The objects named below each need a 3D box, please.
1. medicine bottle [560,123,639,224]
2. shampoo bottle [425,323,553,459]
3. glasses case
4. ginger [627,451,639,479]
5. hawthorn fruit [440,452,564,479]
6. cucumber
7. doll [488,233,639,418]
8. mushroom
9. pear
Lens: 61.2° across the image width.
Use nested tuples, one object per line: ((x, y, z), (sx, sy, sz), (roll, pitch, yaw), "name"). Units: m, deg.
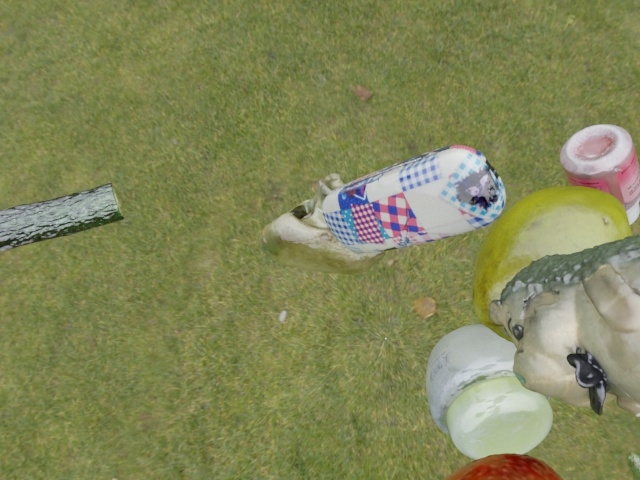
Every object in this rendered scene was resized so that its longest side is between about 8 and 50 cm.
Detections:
((0.631, -0.132, 1.198), (0.147, 0.247, 0.147), (-22, 45, 24), "medicine bottle")
((0.450, 0.403, 1.473), (0.323, 0.317, 0.322), (-2, 124, -3), "shampoo bottle")
((0.127, -0.054, 0.836), (0.076, 0.327, 0.125), (-45, 109, -37), "glasses case")
((0.794, 0.505, 1.238), (0.137, 0.089, 0.289), (36, 108, 22), "ginger")
((0.190, 0.411, 0.619), (0.330, 0.287, 0.287), (-39, 76, 28), "hawthorn fruit")
((-0.360, -0.028, 0.720), (0.187, 0.058, 0.058), (-15, 78, -9), "cucumber")
((0.371, 0.103, 0.639), (0.247, 0.350, 0.247), (-2, 93, -29), "doll")
((0.002, 0.008, 1.186), (0.212, 0.292, 0.217), (-36, 90, -36), "mushroom")
((0.403, 0.047, 0.944), (0.253, 0.253, 0.307), (32, 67, 11), "pear")
